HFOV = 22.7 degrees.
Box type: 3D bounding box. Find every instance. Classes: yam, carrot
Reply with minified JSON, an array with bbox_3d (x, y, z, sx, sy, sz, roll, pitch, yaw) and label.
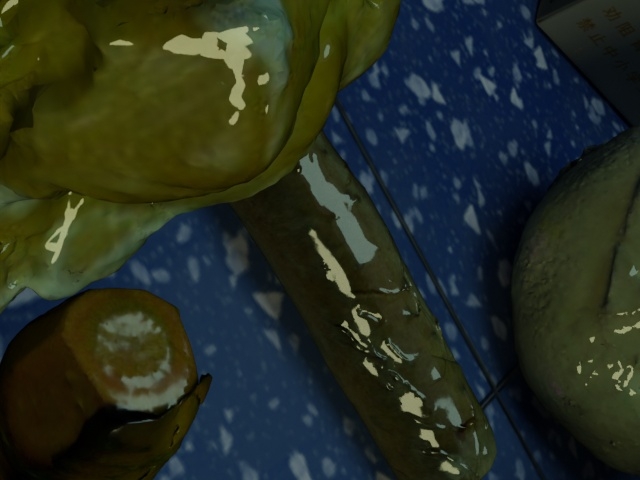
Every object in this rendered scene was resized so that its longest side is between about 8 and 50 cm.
[{"bbox_3d":[0.000,0.000,0.877,0.317,0.071,0.067,60,-4,-11],"label":"yam"},{"bbox_3d":[-0.103,0.078,0.661,0.082,0.173,0.082,13,57,-21],"label":"carrot"}]

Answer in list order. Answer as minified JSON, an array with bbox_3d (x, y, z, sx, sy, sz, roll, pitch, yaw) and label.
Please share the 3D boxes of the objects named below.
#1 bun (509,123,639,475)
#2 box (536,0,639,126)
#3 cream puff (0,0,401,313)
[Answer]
[{"bbox_3d":[0.241,0.041,1.034,0.239,0.141,0.239,1,85,-18],"label":"bun"},{"bbox_3d":[0.296,-0.177,1.169,0.149,0.233,0.067,39,47,-30],"label":"box"},{"bbox_3d":[-0.144,-0.144,0.561,0.275,0.378,0.378,52,36,-52],"label":"cream puff"}]
